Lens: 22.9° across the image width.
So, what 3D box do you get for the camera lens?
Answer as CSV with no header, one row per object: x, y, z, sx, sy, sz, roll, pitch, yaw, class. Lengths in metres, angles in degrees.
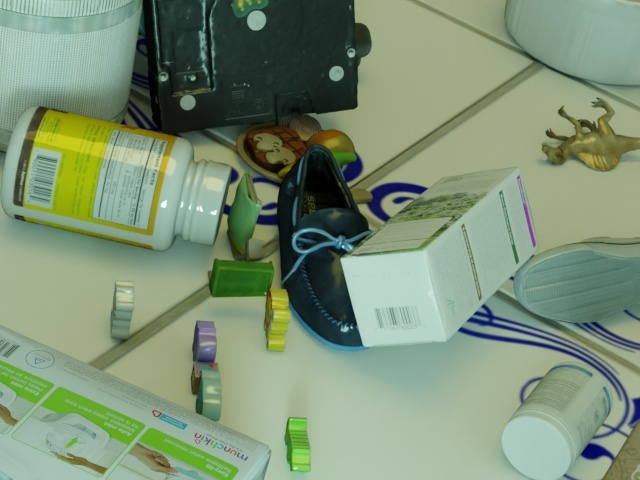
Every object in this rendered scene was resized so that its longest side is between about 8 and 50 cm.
-0.299,-0.244,1.672,0.219,0.274,0.219,9,35,-6,camera lens

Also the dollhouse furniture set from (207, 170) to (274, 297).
-0.090,0.000,1.574,0.058,0.076,0.152,2,37,-16,dollhouse furniture set

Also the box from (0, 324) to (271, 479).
-0.207,0.209,1.197,0.262,0.127,0.231,22,36,12,box

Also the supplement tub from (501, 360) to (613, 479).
0.218,0.164,1.450,0.071,0.071,0.107,28,37,20,supplement tub

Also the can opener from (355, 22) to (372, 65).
-0.071,-0.217,1.906,0.280,0.074,0.093,-8,74,-25,can opener

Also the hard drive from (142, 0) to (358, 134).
-0.082,-0.299,1.746,0.236,0.339,0.064,-10,23,-16,hard drive

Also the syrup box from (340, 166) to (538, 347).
0.122,0.012,1.541,0.093,0.096,0.237,-6,17,32,syrup box

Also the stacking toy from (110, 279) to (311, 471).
-0.101,0.118,1.426,0.167,0.052,0.221,4,36,-13,stacking toy

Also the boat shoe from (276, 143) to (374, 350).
0.000,0.000,1.588,0.109,0.089,0.258,-1,41,-22,boat shoe

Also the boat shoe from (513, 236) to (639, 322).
0.296,0.038,1.663,0.226,0.083,0.076,-2,10,-20,boat shoe

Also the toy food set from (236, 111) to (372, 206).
-0.028,-0.107,1.776,0.132,0.039,0.192,-8,40,-27,toy food set

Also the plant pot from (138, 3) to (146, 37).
-0.259,-0.368,1.861,0.255,0.272,0.271,27,37,19,plant pot

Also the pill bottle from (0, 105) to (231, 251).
-0.202,-0.058,1.581,0.215,0.117,0.117,13,35,-1,pill bottle

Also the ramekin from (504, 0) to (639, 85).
0.381,-0.324,2.132,0.277,0.135,0.277,9,36,-6,ramekin

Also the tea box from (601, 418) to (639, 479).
0.193,0.344,0.968,0.220,0.324,0.329,26,37,18,tea box

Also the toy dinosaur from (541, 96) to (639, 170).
0.342,-0.122,1.924,0.183,0.053,0.093,-7,54,-15,toy dinosaur
